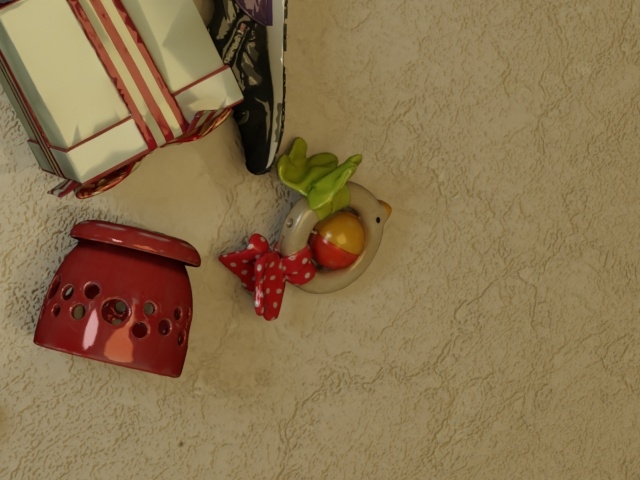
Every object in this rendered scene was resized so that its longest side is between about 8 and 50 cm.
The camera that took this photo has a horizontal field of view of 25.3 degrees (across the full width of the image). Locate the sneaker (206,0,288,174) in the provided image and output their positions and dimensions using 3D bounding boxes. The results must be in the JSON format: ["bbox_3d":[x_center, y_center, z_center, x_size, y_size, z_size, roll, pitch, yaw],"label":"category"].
[{"bbox_3d":[-0.110,-0.228,1.874,0.124,0.107,0.283,0,94,-7],"label":"sneaker"}]

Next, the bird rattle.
[{"bbox_3d":[0.000,0.000,1.926,0.207,0.143,0.253,20,92,-40],"label":"bird rattle"}]

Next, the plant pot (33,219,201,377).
[{"bbox_3d":[-0.250,0.070,1.790,0.191,0.191,0.174,14,86,-24],"label":"plant pot"}]

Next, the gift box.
[{"bbox_3d":[-0.261,-0.200,1.710,0.255,0.276,0.258,-29,108,-12],"label":"gift box"}]
